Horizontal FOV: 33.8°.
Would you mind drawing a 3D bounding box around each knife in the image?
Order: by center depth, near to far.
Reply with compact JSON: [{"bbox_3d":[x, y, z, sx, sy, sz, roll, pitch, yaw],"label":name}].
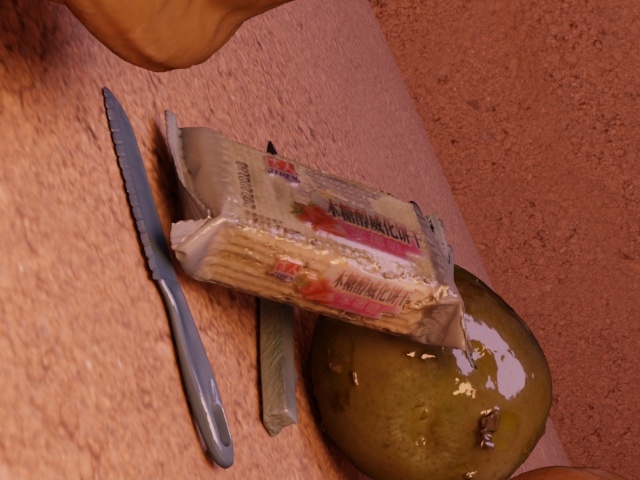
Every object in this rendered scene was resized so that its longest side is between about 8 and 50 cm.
[{"bbox_3d":[-0.121,0.023,0.805,0.044,0.019,0.313,22,47,-69],"label":"knife"}]

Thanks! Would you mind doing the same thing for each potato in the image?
[{"bbox_3d":[0.123,0.133,1.140,0.270,0.219,0.359,47,12,1],"label":"potato"}]

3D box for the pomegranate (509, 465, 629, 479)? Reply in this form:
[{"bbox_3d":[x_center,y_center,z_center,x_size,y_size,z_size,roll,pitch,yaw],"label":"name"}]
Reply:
[{"bbox_3d":[0.351,0.449,1.374,0.338,0.338,0.338,-20,90,-77],"label":"pomegranate"}]

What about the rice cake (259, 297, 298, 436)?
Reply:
[{"bbox_3d":[-0.039,0.100,0.972,0.180,0.030,0.042,-94,162,-47],"label":"rice cake"}]

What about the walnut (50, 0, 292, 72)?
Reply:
[{"bbox_3d":[-0.101,-0.308,0.620,0.383,0.384,0.383,-20,90,-77],"label":"walnut"}]

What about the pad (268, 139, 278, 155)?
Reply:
[{"bbox_3d":[-0.022,-0.018,1.264,0.116,0.004,0.193,-88,154,-58],"label":"pad"}]

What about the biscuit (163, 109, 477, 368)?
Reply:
[{"bbox_3d":[0.000,-0.003,0.923,0.309,0.079,0.186,19,36,-24],"label":"biscuit"}]
